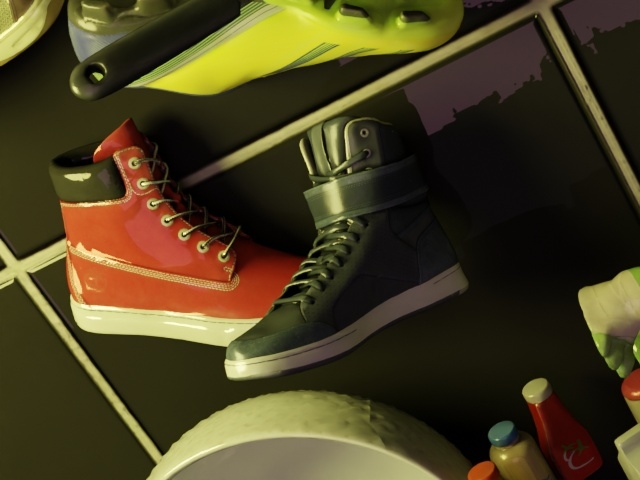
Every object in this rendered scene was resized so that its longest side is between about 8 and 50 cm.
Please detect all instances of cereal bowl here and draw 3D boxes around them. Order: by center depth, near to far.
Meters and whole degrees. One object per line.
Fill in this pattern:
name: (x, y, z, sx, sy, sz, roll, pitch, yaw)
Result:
cereal bowl: (0.001, 0.267, 1.065, 0.339, 0.141, 0.338, 3, 117, 6)

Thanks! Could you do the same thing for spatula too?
spatula: (-0.040, -0.178, 0.815, 0.296, 0.030, 0.084, -35, 80, -6)

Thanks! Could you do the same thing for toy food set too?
toy food set: (0.221, 0.158, 0.975, 0.232, 0.111, 0.104, -33, 109, -5)

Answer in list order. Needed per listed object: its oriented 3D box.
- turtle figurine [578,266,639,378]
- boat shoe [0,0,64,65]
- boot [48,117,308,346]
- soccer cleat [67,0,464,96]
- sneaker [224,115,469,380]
turtle figurine: (0.347, 0.043, 0.870, 0.266, 0.198, 0.274, -31, 105, 26)
boat shoe: (-0.288, -0.150, 0.909, 0.224, 0.080, 0.073, -27, 130, 27)
boot: (-0.095, -0.012, 0.968, 0.244, 0.088, 0.176, 1, 116, 11)
soccer cleat: (-0.040, -0.159, 0.895, 0.289, 0.093, 0.121, -1, 148, 4)
sneaker: (-0.001, 0.000, 0.894, 0.086, 0.226, 0.163, -10, 102, 50)
